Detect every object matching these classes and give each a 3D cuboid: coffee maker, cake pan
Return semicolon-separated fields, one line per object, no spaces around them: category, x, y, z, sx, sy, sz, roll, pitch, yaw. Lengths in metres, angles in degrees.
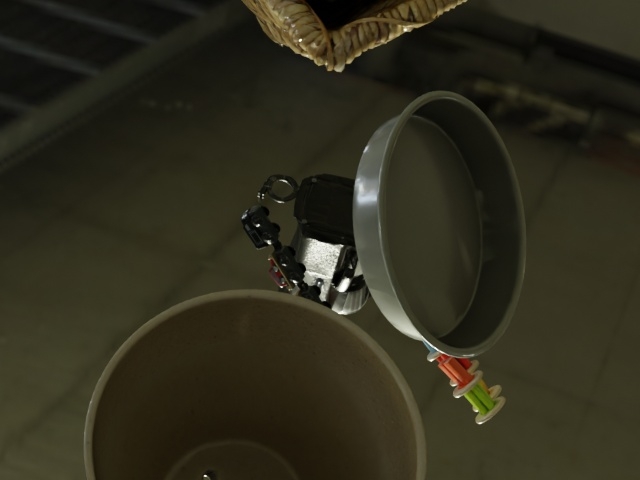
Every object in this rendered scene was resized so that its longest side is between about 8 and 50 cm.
coffee maker;0.000;0.000;2.277;0.171;0.178;0.120;35;-124;10
cake pan;0.130;-0.016;1.949;0.054;0.293;0.293;-7;-175;37

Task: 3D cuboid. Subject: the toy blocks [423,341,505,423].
toy blocks;0.191;0.179;2.501;0.148;0.054;0.123;48;-173;-6

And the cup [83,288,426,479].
cup;-0.079;0.246;1.804;0.331;0.237;0.331;4;-116;-8

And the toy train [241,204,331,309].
toy train;-0.037;0.031;1.879;0.036;0.158;0.027;-20;-156;32

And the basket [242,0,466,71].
basket;0.063;-0.273;1.173;0.299;0.213;0.223;-28;-167;-3
